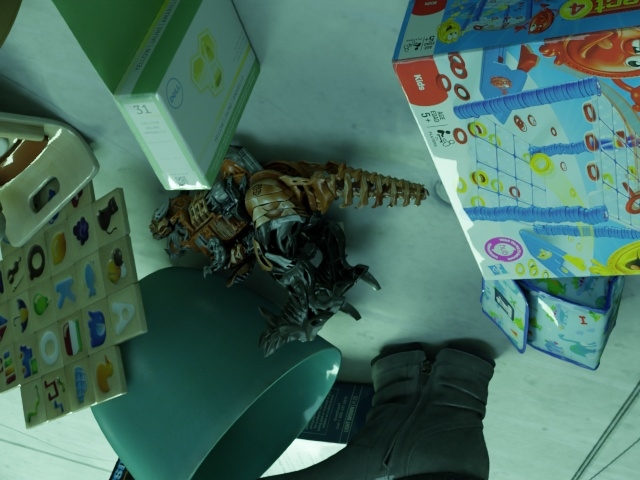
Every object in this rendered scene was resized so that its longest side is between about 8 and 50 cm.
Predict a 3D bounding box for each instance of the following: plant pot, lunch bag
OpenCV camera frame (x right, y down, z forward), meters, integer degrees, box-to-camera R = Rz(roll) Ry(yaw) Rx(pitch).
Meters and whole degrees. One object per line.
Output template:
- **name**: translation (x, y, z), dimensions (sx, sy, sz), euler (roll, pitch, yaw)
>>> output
- **plant pot**: translation (-0.156, 0.172, 1.296), dimensions (0.235, 0.293, 0.293), euler (41, 148, 19)
- **lunch bag**: translation (0.249, 0.063, 1.141), dimensions (0.151, 0.096, 0.128), euler (21, 148, 21)

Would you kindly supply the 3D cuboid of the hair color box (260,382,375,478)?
- **hair color box**: translation (-0.069, 0.289, 1.544), dimensions (0.347, 0.105, 0.174), euler (2, 140, 20)

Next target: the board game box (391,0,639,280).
- **board game box**: translation (0.259, -0.094, 0.934), dimensions (0.302, 0.086, 0.308), euler (-4, 138, 27)

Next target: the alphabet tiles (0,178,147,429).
- **alphabet tiles**: translation (-0.325, 0.072, 1.271), dimensions (0.011, 0.285, 0.343), euler (1, 161, -44)

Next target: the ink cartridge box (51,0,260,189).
- **ink cartridge box**: translation (-0.138, -0.184, 0.918), dimensions (0.056, 0.171, 0.235), euler (0, 139, 22)

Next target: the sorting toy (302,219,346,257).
- **sorting toy**: translation (0.000, 0.000, 1.226), dimensions (0.062, 0.012, 0.083), euler (8, 141, 13)

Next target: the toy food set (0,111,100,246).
- **toy food set**: translation (-0.437, -0.056, 1.161), dimensions (0.306, 0.092, 0.220), euler (3, 153, -43)

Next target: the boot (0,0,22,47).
- **boot**: translation (-0.386, -0.298, 0.928), dimensions (0.220, 0.109, 0.283), euler (15, 141, 2)

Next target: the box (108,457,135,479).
- **box**: translation (-0.238, 0.468, 1.688), dimensions (0.073, 0.293, 0.295), euler (-12, 134, 34)

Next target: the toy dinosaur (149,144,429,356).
- **toy dinosaur**: translation (-0.043, -0.009, 1.124), dimensions (0.322, 0.164, 0.218), euler (-2, 115, 50)

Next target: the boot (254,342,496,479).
- **boot**: translation (0.069, 0.257, 1.350), dimensions (0.338, 0.222, 0.118), euler (-8, 147, 21)
